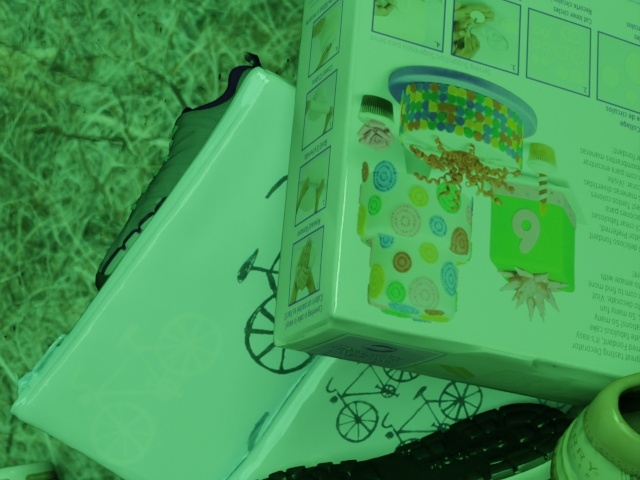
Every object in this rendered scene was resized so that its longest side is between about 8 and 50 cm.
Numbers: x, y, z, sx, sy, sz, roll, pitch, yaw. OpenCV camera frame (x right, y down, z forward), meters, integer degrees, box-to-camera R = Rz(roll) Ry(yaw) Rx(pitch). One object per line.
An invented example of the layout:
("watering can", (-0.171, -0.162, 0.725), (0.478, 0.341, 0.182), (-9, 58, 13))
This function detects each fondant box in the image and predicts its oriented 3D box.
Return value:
("fondant box", (0.105, -0.075, 0.917), (0.238, 0.096, 0.330), (13, 69, -24))

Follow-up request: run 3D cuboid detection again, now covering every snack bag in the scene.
("snack bag", (0.003, 0.085, 0.994), (0.342, 0.037, 0.323), (35, 99, -12))

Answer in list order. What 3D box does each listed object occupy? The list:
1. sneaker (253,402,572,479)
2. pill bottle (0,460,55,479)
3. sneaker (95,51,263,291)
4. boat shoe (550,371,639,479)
("sneaker", (0.052, 0.218, 0.964), (0.283, 0.107, 0.124), (-15, 112, -1))
("pill bottle", (-0.241, 0.243, 1.127), (0.067, 0.067, 0.120), (-13, 81, 17))
("sneaker", (-0.103, -0.046, 1.115), (0.224, 0.083, 0.098), (-43, 53, 6))
("boat shoe", (0.320, 0.142, 0.856), (0.341, 0.110, 0.121), (3, 52, -10))
